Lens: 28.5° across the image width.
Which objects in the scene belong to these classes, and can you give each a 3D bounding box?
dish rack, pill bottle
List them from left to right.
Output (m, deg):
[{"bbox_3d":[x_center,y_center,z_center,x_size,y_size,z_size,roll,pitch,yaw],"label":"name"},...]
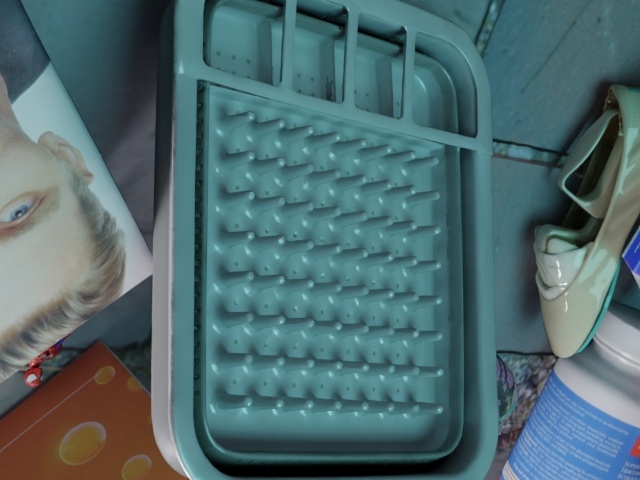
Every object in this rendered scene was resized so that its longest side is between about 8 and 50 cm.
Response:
[{"bbox_3d":[0.000,0.000,0.813,0.285,0.072,0.333,9,76,-44],"label":"dish rack"},{"bbox_3d":[0.259,0.175,1.179,0.124,0.124,0.222,10,110,-41],"label":"pill bottle"}]

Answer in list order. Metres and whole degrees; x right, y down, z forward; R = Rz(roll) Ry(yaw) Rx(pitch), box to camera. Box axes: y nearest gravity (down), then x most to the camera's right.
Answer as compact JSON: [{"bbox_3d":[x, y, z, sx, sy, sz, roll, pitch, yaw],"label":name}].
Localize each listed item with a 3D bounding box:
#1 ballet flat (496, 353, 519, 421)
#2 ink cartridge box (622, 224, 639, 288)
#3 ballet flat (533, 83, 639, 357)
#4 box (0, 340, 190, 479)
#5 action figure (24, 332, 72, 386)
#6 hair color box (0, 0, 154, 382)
[{"bbox_3d":[0.079,0.172,1.081,0.221,0.077,0.079,-41,116,-17],"label":"ballet flat"},{"bbox_3d":[0.340,-0.041,1.101,0.206,0.045,0.208,-60,156,-1],"label":"ink cartridge box"},{"bbox_3d":[0.228,-0.019,1.077,0.086,0.086,0.249,9,109,-41],"label":"ballet flat"},{"bbox_3d":[-0.108,0.259,0.784,0.215,0.345,0.168,-40,133,-13],"label":"box"},{"bbox_3d":[-0.174,0.045,0.826,0.038,0.030,0.115,3,116,-45],"label":"action figure"},{"bbox_3d":[-0.224,-0.066,0.629,0.174,0.105,0.347,-37,142,-14],"label":"hair color box"}]
